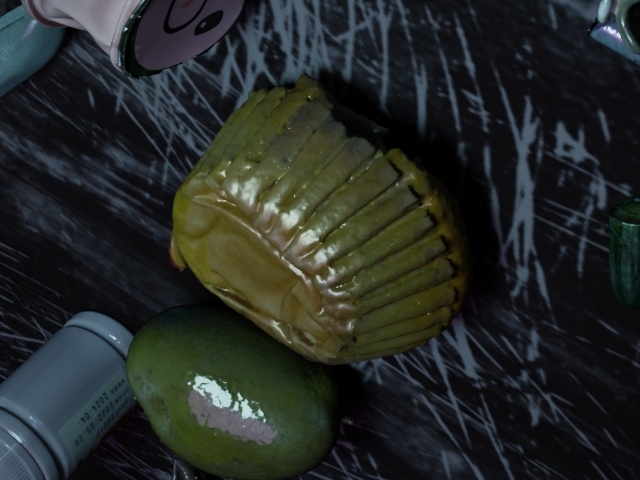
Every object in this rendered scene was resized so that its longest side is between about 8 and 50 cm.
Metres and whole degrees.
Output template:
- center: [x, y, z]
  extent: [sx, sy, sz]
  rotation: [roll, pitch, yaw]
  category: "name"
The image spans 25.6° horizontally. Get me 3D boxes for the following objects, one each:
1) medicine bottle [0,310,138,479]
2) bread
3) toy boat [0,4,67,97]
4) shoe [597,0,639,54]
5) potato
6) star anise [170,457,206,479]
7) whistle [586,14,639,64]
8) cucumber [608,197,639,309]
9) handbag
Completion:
- center: [-0.309, 0.201, 1.591]
  extent: [0.133, 0.249, 0.133]
  rotation: [22, 135, 24]
  category: "medicine bottle"
- center: [0.000, 0.000, 1.229]
  extent: [0.274, 0.149, 0.274]
  rotation: [29, 144, 24]
  category: "bread"
- center: [-0.321, -0.192, 1.388]
  extent: [0.260, 0.078, 0.085]
  rotation: [-20, 87, 51]
  category: "toy boat"
- center: [0.308, -0.117, 0.850]
  extent: [0.316, 0.159, 0.124]
  rotation: [25, 137, 26]
  category: "shoe"
- center: [-0.082, 0.160, 1.437]
  extent: [0.251, 0.159, 0.174]
  rotation: [14, 157, 20]
  category: "potato"
- center: [-0.107, 0.393, 1.712]
  extent: [0.257, 0.110, 0.198]
  rotation: [34, 125, 1]
  category: "star anise"
- center: [0.269, -0.114, 0.982]
  extent: [0.176, 0.033, 0.033]
  rotation: [33, 140, 14]
  category: "whistle"
- center: [0.248, 0.015, 1.104]
  extent: [0.048, 0.048, 0.105]
  rotation: [18, 135, 28]
  category: "cucumber"
- center: [-0.133, -0.224, 1.119]
  extent: [0.116, 0.179, 0.205]
  rotation: [42, 136, 14]
  category: "handbag"
